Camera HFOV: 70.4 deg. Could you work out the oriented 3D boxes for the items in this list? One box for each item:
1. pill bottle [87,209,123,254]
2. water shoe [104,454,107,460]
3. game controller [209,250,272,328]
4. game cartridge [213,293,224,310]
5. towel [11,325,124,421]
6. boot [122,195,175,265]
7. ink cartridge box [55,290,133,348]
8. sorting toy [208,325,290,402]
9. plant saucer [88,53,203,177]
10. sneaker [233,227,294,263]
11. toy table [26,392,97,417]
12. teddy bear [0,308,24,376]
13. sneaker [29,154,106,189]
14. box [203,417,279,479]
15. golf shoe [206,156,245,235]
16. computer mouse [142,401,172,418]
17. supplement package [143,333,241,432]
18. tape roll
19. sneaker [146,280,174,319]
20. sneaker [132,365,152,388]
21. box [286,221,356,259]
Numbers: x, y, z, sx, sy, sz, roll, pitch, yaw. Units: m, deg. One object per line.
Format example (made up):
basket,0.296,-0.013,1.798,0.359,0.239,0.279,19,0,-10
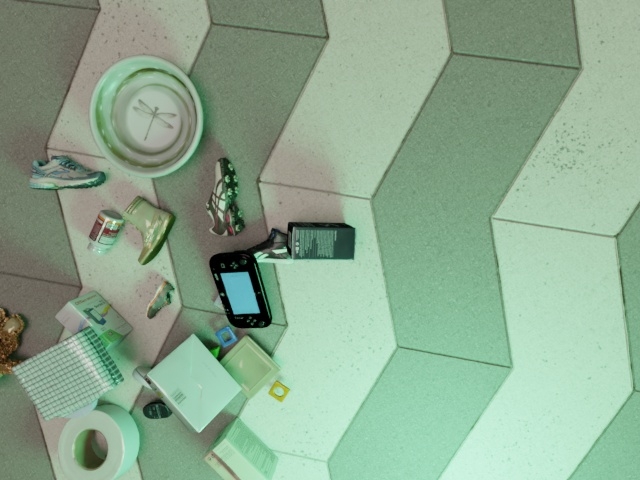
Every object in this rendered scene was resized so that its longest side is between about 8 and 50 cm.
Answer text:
pill bottle,-0.779,-0.028,1.635,0.086,0.086,0.152,30,100,2
water shoe,-0.819,0.876,1.789,0.203,0.073,0.080,-42,73,4
game controller,-0.272,0.176,1.567,0.167,0.067,0.319,-8,118,5
game cartridge,-0.343,0.228,1.656,0.083,0.017,0.056,29,97,2
towel,-0.847,0.452,1.541,0.284,0.121,0.235,-28,96,7
boot,-0.637,-0.035,1.623,0.165,0.077,0.213,30,95,1
ink cartridge box,-0.820,0.301,1.653,0.212,0.154,0.093,44,101,0
sorting toy,-0.261,0.461,1.665,0.348,0.047,0.196,44,106,1
plant saucer,-0.579,-0.415,1.548,0.401,0.100,0.400,1,98,7
sneaker,-0.196,0.014,1.581,0.217,0.079,0.121,3,95,-2
toy table,-0.928,0.537,1.698,0.274,0.161,0.252,28,101,3
teddy bear,-1.258,0.427,1.762,0.245,0.113,0.337,3,91,-1
sneaker,-0.904,-0.244,1.610,0.283,0.110,0.122,-1,95,7
box,-0.287,0.800,1.664,0.127,0.148,0.232,-44,91,11
golf shoe,-0.344,-0.147,1.560,0.120,0.105,0.272,-4,97,15
computer mouse,-0.557,0.639,1.735,0.242,0.041,0.071,-4,106,1
supplement package,-0.452,0.502,1.596,0.262,0.145,0.204,49,58,-1
tape roll,-0.838,0.774,1.715,0.286,0.100,0.286,-1,83,12
sneaker,-0.585,0.229,1.665,0.065,0.061,0.157,28,101,-4
sneaker,-0.566,0.514,1.695,0.258,0.094,0.091,24,91,-6
box,0.000,0.000,1.486,0.207,0.153,0.108,1,98,-10
